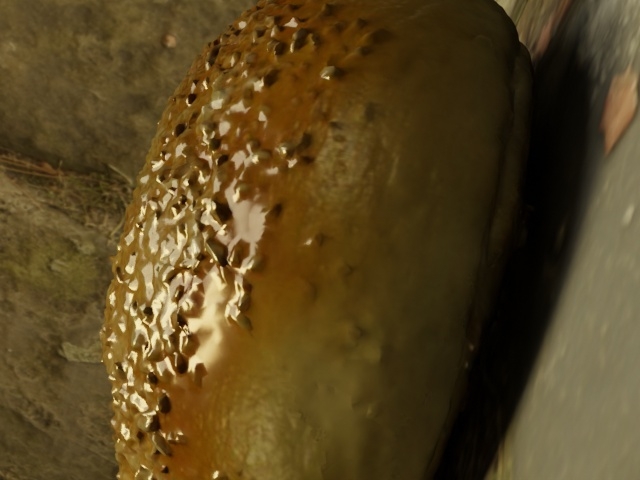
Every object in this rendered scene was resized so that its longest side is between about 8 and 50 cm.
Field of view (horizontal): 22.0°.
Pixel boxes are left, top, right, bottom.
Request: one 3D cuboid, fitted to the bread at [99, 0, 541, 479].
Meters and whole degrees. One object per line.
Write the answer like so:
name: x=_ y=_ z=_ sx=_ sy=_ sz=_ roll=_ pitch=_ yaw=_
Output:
bread: x=0.000 y=0.002 z=0.711 sx=0.192 sy=0.171 sz=0.314 roll=116 pitch=171 yaw=-67
